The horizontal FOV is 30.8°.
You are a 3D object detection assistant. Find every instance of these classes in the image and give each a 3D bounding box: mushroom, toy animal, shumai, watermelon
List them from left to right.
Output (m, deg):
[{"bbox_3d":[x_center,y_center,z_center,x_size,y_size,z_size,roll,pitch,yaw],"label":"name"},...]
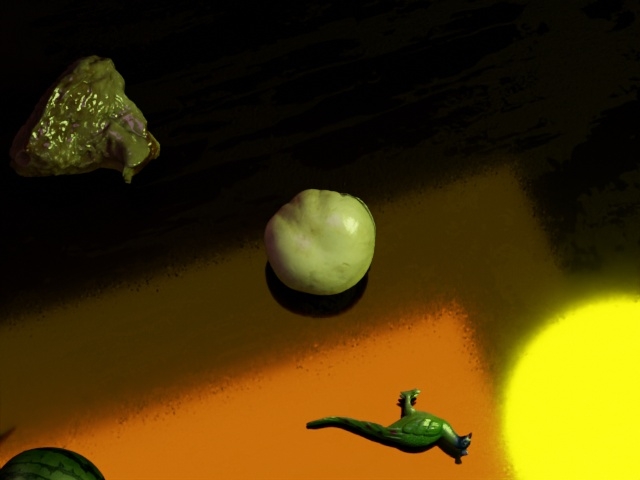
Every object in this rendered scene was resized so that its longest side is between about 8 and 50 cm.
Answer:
[{"bbox_3d":[-0.313,0.329,1.427,0.187,0.141,0.141,15,67,-2],"label":"watermelon"},{"bbox_3d":[-0.321,-0.145,1.637,0.175,0.166,0.206,40,71,-10],"label":"shumai"},{"bbox_3d":[0.000,0.000,1.593,0.154,0.122,0.154,0,105,-1],"label":"mushroom"},{"bbox_3d":[0.094,0.229,1.537,0.216,0.041,0.075,10,68,7],"label":"toy animal"}]
